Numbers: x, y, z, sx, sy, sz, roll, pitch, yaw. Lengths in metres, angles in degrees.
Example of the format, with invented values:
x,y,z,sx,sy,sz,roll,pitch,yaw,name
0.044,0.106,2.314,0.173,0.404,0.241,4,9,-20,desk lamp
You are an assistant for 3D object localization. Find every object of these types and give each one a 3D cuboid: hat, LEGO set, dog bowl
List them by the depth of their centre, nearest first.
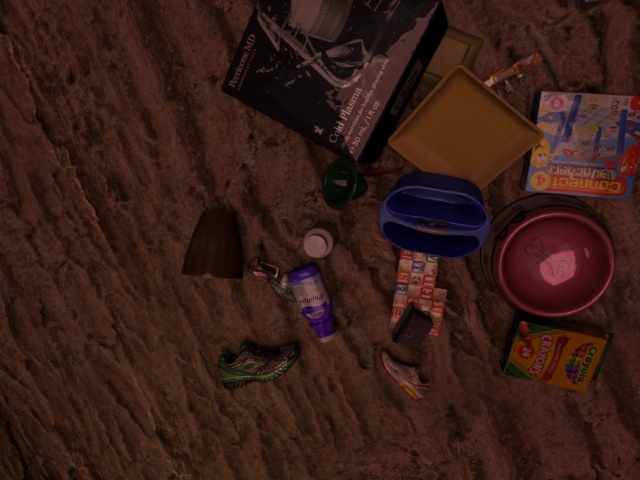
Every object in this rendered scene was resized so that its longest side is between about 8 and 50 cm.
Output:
x,y,z,sx,sy,sz,roll,pitch,yaw,name
0.546,-0.452,1.517,0.287,0.132,0.107,-24,103,37,LEGO set
0.726,0.061,1.590,0.408,0.150,0.407,3,103,11,dog bowl
0.137,-0.183,1.710,0.209,0.184,0.172,10,95,52,hat

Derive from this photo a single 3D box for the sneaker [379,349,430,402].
x,y,z,sx,sy,sz,roll,pitch,yaw,name
0.300,0.472,1.809,0.225,0.088,0.092,44,86,-1,sneaker

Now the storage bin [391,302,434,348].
x,y,z,sx,sy,sz,roll,pitch,yaw,name
0.310,0.293,1.663,0.091,0.098,0.135,25,106,-7,storage bin

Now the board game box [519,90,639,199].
x,y,z,sx,sy,sz,roll,pitch,yaw,name
0.795,-0.289,1.529,0.309,0.086,0.301,6,103,9,board game box

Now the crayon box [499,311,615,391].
x,y,z,sx,sy,sz,roll,pitch,yaw,name
0.769,0.363,1.620,0.319,0.081,0.202,11,109,5,crayon box

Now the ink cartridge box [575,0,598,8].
x,y,z,sx,sy,sz,roll,pitch,yaw,name
0.765,-0.738,1.432,0.052,0.088,0.122,-6,101,12,ink cartridge box

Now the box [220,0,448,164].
x,y,z,sx,sy,sz,roll,pitch,yaw,name
0.046,-0.542,1.488,0.472,0.297,0.479,31,107,11,box

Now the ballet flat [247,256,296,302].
x,y,z,sx,sy,sz,roll,pitch,yaw,name
-0.163,0.136,1.818,0.222,0.077,0.079,35,99,5,ballet flat

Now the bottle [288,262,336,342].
x,y,z,sx,sy,sz,roll,pitch,yaw,name
-0.020,0.225,1.797,0.118,0.092,0.282,-18,99,11,bottle

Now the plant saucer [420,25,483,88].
x,y,z,sx,sy,sz,roll,pitch,yaw,name
0.385,-0.570,1.565,0.188,0.045,0.188,24,105,5,plant saucer

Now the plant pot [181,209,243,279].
x,y,z,sx,sy,sz,roll,pitch,yaw,name
-0.370,0.013,1.773,0.216,0.215,0.230,6,89,9,plant pot

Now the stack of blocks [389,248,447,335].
x,y,z,sx,sy,sz,roll,pitch,yaw,name
0.342,0.162,1.717,0.171,0.087,0.297,8,104,9,stack of blocks

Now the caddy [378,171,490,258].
x,y,z,sx,sy,sz,roll,pitch,yaw,name
0.356,-0.074,1.579,0.342,0.179,0.241,10,126,11,caddy

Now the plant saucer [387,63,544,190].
x,y,z,sx,sy,sz,roll,pitch,yaw,name
0.434,-0.326,1.530,0.333,0.081,0.333,36,133,-9,plant saucer

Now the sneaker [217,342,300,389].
x,y,z,sx,sy,sz,roll,pitch,yaw,name
-0.236,0.447,1.868,0.344,0.134,0.146,-19,98,15,sneaker

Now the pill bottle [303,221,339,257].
x,y,z,sx,sy,sz,roll,pitch,yaw,name
0.000,0.000,1.695,0.103,0.184,0.103,3,103,11,pill bottle
